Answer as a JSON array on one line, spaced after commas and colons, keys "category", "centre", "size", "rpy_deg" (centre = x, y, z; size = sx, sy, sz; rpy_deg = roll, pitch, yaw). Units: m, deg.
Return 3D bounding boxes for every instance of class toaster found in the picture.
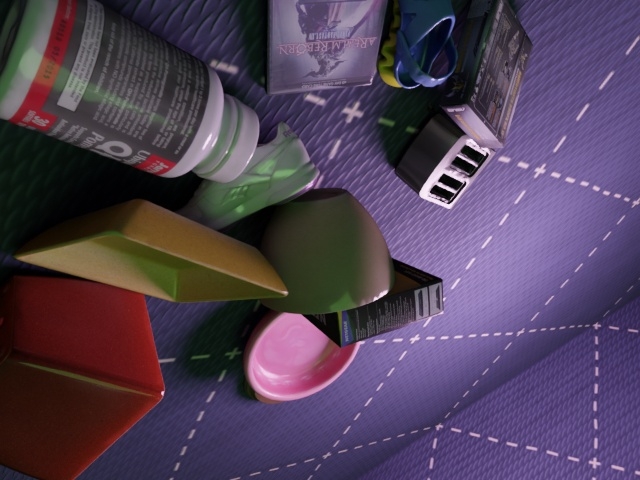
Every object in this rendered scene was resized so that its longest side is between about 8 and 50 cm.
[{"category": "toaster", "centre": [0.272, -0.177, 1.048], "size": [0.186, 0.110, 0.168], "rpy_deg": [15, 118, -41]}]

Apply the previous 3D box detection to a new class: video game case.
[{"category": "video game case", "centre": [0.011, -0.358, 0.727], "size": [0.196, 0.026, 0.274], "rpy_deg": [-11, 140, -16]}]

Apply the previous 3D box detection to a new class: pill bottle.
[{"category": "pill bottle", "centre": [-0.245, -0.189, 0.638], "size": [0.318, 0.176, 0.176], "rpy_deg": [19, 116, -43]}]

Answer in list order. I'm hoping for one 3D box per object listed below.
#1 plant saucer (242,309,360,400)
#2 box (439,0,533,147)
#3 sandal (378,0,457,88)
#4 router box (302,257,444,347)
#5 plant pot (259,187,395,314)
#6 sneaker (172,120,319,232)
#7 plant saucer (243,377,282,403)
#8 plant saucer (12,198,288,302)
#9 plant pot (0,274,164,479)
[{"category": "plant saucer", "centre": [-0.050, 0.267, 1.240], "size": [0.332, 0.084, 0.332], "rpy_deg": [-14, 124, -22]}, {"category": "box", "centre": [0.324, -0.320, 0.907], "size": [0.183, 0.056, 0.231], "rpy_deg": [23, 83, -46]}, {"category": "sandal", "centre": [0.174, -0.384, 0.768], "size": [0.126, 0.138, 0.317], "rpy_deg": [-22, 136, -12]}, {"category": "router box", "centre": [0.076, 0.107, 1.037], "size": [0.243, 0.309, 0.081], "rpy_deg": [-14, 107, -23]}, {"category": "plant pot", "centre": [0.000, 0.000, 0.947], "size": [0.284, 0.284, 0.191], "rpy_deg": [-14, 107, -23]}, {"category": "sneaker", "centre": [-0.162, -0.106, 0.850], "size": [0.305, 0.114, 0.152], "rpy_deg": [-26, 106, 3]}, {"category": "plant saucer", "centre": [-0.091, 0.396, 1.402], "size": [0.278, 0.041, 0.278], "rpy_deg": [-18, 137, -18]}, {"category": "plant saucer", "centre": [-0.273, 0.026, 0.796], "size": [0.333, 0.081, 0.333], "rpy_deg": [-8, 157, 38]}, {"category": "plant pot", "centre": [-0.469, 0.213, 0.811], "size": [0.267, 0.267, 0.236], "rpy_deg": [-42, 135, 8]}]
